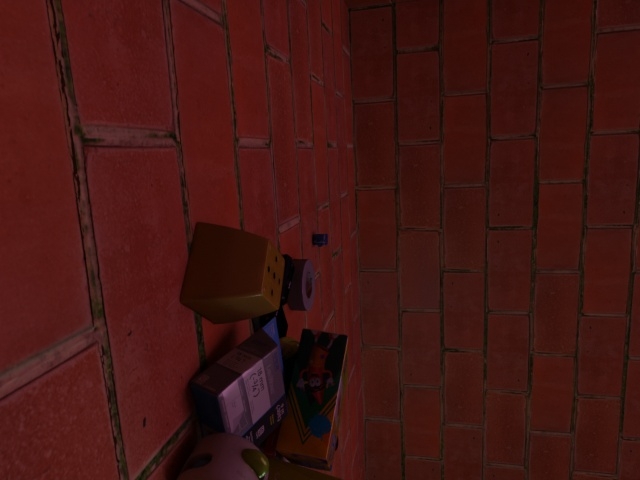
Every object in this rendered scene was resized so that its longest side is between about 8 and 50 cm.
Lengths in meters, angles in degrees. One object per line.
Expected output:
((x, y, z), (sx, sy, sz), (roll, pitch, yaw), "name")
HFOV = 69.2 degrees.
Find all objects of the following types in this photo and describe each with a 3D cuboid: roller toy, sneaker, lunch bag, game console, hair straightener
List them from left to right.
((-0.227, 0.559, 1.058), (0.146, 0.191, 0.209), (-61, 165, -63), "roller toy")
((-0.162, 0.395, 1.570), (0.240, 0.091, 0.126), (17, 101, -53), "sneaker")
((-0.137, 0.569, 1.479), (0.089, 0.047, 0.230), (89, 8, -63), "hair straightener")
((-0.148, 0.218, 1.743), (0.213, 0.044, 0.361), (80, 15, -45), "game console")
((-0.086, 0.499, 1.854), (0.296, 0.105, 0.146), (5, 90, -73), "sneaker")
((0.000, 0.000, 2.334), (0.098, 0.067, 0.065), (-11, 100, -76), "lunch bag")

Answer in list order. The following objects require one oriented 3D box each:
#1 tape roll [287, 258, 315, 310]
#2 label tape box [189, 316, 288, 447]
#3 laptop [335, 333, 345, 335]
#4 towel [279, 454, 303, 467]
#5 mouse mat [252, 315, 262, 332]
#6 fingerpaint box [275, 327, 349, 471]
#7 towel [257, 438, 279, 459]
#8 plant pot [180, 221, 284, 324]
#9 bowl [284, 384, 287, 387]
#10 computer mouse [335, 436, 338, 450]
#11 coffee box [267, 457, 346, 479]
((-0.082, 0.188, 1.966), (0.219, 0.072, 0.219), (0, 90, -76), "tape roll")
((-0.172, 0.394, 1.247), (0.334, 0.106, 0.240), (-33, 125, -48), "label tape box")
((0.028, 0.569, 2.282), (0.264, 0.137, 0.234), (50, 41, -70), "laptop")
((-0.108, 0.811, 1.872), (0.317, 0.053, 0.331), (76, 19, -47), "towel")
((-0.209, 0.197, 1.561), (0.152, 0.007, 0.189), (-64, 150, -62), "mouse mat")
((-0.013, 0.554, 1.571), (0.444, 0.163, 0.371), (84, 16, -60), "fingerpaint box")
((-0.196, 0.731, 1.508), (0.282, 0.049, 0.187), (40, 50, -71), "towel")
((-0.204, 0.090, 1.183), (0.212, 0.187, 0.212), (63, 30, -62), "plant pot")
((-0.157, 0.537, 1.610), (0.170, 0.080, 0.170), (-1, 90, -78), "bowl")
((0.019, 0.978, 2.402), (0.188, 0.072, 0.272), (-64, 138, -59), "computer mouse")
((-0.035, 0.914, 1.413), (0.334, 0.338, 0.337), (76, 29, -49), "coffee box")
